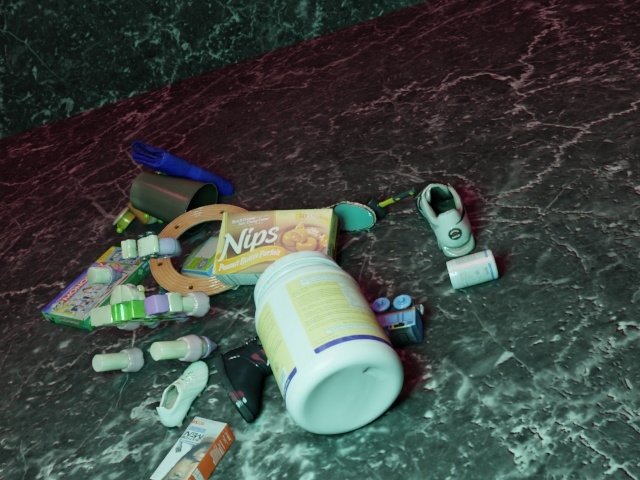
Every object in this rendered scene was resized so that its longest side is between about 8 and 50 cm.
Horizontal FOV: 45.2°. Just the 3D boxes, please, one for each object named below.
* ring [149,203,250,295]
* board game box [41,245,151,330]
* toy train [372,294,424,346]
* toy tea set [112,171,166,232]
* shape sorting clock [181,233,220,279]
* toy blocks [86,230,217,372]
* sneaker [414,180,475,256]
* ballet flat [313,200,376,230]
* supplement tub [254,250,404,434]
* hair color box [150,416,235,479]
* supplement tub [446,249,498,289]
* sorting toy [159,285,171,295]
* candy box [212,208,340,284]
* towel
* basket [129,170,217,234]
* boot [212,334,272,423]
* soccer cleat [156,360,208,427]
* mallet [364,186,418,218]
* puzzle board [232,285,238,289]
[{"bbox_3d":[-0.318,0.029,2.180,0.336,0.032,0.337,-7,49,8],"label":"ring"},{"bbox_3d":[-0.661,0.138,2.329,0.213,0.046,0.317,5,41,36],"label":"board game box"},{"bbox_3d":[0.142,0.186,1.718,0.184,0.080,0.105,-12,39,17],"label":"toy train"},{"bbox_3d":[-0.568,-0.145,2.668,0.200,0.124,0.336,-34,20,47],"label":"toy tea set"},{"bbox_3d":[-0.314,0.053,2.238,0.206,0.040,0.206,-25,31,16],"label":"shape sorting clock"},{"bbox_3d":[-0.393,0.160,1.920,0.288,0.309,0.260,-15,-12,36],"label":"toy blocks"},{"bbox_3d":[0.311,-0.104,1.983,0.122,0.146,0.331,-23,30,2],"label":"sneaker"},{"bbox_3d":[0.050,-0.068,2.158,0.240,0.091,0.077,-3,14,24],"label":"ballet flat"},{"bbox_3d":[0.003,0.201,1.579,0.240,0.241,0.331,-25,43,-3],"label":"supplement tub"},{"bbox_3d":[-0.263,0.451,1.597,0.093,0.053,0.167,3,41,34],"label":"hair color box"},{"bbox_3d":[0.350,0.067,1.768,0.107,0.071,0.071,-16,32,11],"label":"supplement tub"},{"bbox_3d":[-0.425,0.137,2.181,0.061,0.042,0.102,-20,32,5],"label":"sorting toy"},{"bbox_3d":[-0.115,0.018,2.022,0.316,0.087,0.183,-2,64,20],"label":"candy box"},{"bbox_3d":[-0.459,-0.228,2.545,0.227,0.308,0.076,24,90,48],"label":"towel"},{"bbox_3d":[-0.476,-0.130,2.440,0.226,0.154,0.204,16,36,17],"label":"basket"},{"bbox_3d":[-0.123,0.278,1.727,0.207,0.094,0.246,-31,26,-6],"label":"boot"},{"bbox_3d":[-0.314,0.341,1.772,0.068,0.076,0.196,-6,35,25],"label":"soccer cleat"},{"bbox_3d":[0.201,-0.103,2.079,0.189,0.062,0.039,-13,40,49],"label":"mallet"},{"bbox_3d":[-0.232,0.091,2.160,0.096,0.011,0.128,7,42,41],"label":"puzzle board"}]
